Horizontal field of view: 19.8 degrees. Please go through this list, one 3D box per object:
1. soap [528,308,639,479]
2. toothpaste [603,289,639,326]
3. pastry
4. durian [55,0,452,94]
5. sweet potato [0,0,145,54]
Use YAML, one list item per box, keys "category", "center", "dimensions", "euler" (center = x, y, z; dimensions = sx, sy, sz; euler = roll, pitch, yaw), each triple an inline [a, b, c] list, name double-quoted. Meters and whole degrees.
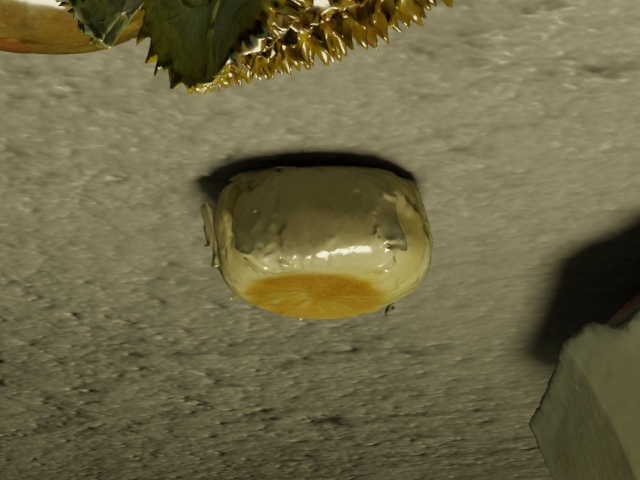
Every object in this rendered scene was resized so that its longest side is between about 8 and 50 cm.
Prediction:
- category: "soap"
  center: [0.372, 0.149, 1.458]
  dimensions: [0.350, 0.213, 0.435]
  euler: [-13, 160, -2]
- category: "toothpaste"
  center: [0.286, 0.047, 1.510]
  dimensions: [0.067, 0.043, 0.194]
  euler: [-8, 166, -9]
- category: "pastry"
  center: [0.000, 0.000, 1.272]
  dimensions: [0.166, 0.088, 0.166]
  euler: [-2, 161, -1]
- category: "durian"
  center: [0.004, -0.169, 0.676]
  dimensions: [0.237, 0.193, 0.138]
  euler: [-25, -177, 19]
- category: "sweet potato"
  center: [-0.224, -0.158, 0.735]
  dimensions: [0.422, 0.130, 0.130]
  euler: [12, 158, -23]
